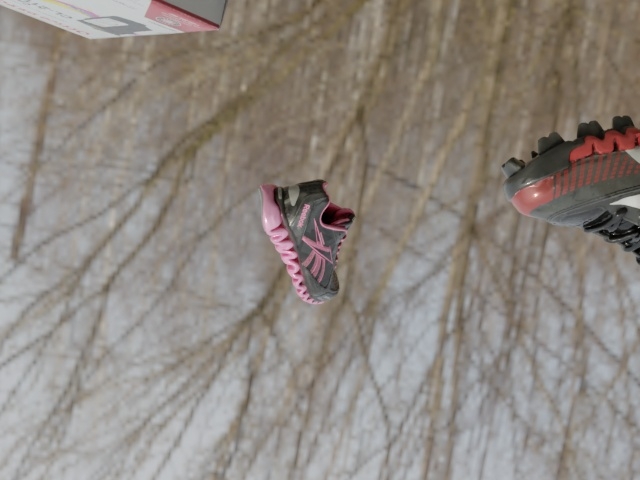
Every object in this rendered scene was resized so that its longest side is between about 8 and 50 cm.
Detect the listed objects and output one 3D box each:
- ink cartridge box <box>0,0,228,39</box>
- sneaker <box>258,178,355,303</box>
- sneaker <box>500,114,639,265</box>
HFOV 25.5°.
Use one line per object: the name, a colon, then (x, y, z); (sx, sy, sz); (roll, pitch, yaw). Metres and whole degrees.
ink cartridge box: (-0.168, -0.207, 1.074); (0.127, 0.072, 0.175); (17, 172, -42)
sneaker: (0.000, 0.000, 0.965); (0.057, 0.119, 0.047); (-18, -129, 7)
sneaker: (0.275, -0.025, 1.146); (0.276, 0.135, 0.097); (-1, 163, -26)
